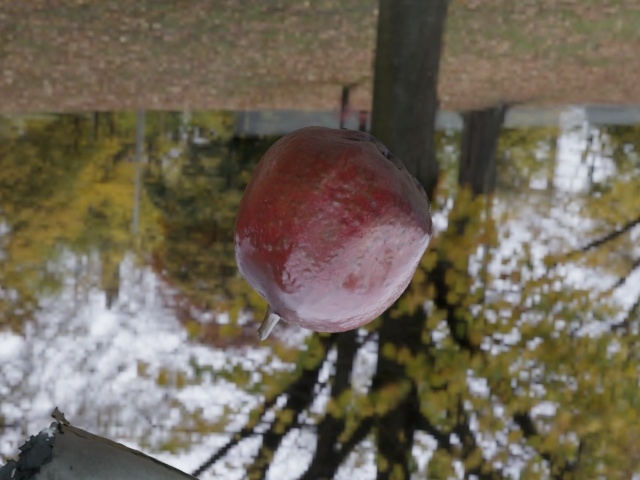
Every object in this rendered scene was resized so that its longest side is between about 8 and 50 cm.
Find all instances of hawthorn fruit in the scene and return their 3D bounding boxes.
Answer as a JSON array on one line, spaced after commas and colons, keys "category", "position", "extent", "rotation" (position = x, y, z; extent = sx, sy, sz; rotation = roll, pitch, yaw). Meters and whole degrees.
[{"category": "hawthorn fruit", "position": [0.000, 0.000, 1.338], "extent": [0.215, 0.249, 0.215], "rotation": [36, -175, -3]}]

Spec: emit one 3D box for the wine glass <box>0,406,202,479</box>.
[{"category": "wine glass", "position": [-0.079, 0.179, 0.637], "extent": [0.204, 0.111, 0.111], "rotation": [36, -177, -14]}]
